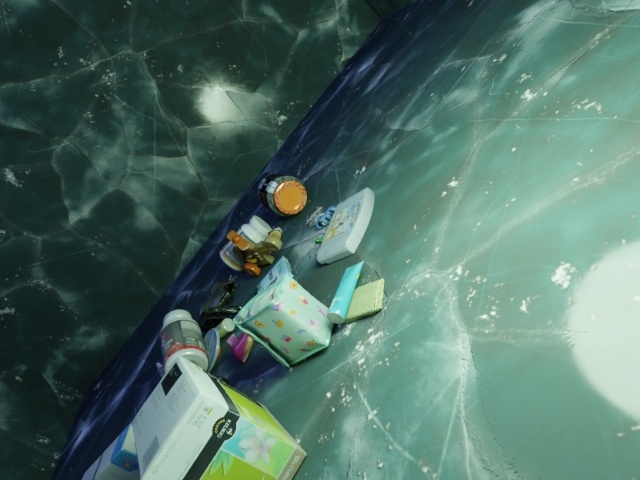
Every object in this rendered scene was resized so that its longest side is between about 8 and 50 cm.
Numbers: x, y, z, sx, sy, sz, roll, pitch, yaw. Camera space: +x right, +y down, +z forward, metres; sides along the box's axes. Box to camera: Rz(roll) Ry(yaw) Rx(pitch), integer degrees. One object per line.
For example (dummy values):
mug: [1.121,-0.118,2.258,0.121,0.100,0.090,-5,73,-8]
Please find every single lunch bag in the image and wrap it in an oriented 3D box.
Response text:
lunch bag: [-0.122,0.260,1.328,0.262,0.223,0.160,-37,19,34]

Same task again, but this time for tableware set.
tableware set: [-0.535,0.262,2.391,0.194,0.039,0.128,-34,28,39]

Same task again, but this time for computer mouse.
computer mouse: [-0.474,0.341,1.997,0.272,0.188,0.072,-43,48,47]

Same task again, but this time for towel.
towel: [0.122,0.173,1.244,0.148,0.027,0.110,-30,31,42]

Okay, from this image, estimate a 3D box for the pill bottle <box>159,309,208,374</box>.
pill bottle: [-0.598,0.445,1.900,0.176,0.176,0.318,-49,37,8]

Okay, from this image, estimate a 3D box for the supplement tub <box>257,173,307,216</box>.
supplement tub: [-0.195,-0.236,2.261,0.207,0.207,0.338,-53,21,-3]

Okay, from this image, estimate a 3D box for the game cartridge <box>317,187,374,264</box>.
game cartridge: [0.100,-0.059,1.614,0.198,0.062,0.297,-32,29,49]

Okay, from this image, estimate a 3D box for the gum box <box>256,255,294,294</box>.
gum box: [-0.194,0.172,1.852,0.184,0.041,0.157,-49,22,10]

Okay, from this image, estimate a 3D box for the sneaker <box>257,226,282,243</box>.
sneaker: [-0.263,0.006,2.226,0.185,0.069,0.084,-36,17,20]

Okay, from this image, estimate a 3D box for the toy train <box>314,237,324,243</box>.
toy train: [0.000,0.000,1.767,0.024,0.017,0.083,-48,20,-17]

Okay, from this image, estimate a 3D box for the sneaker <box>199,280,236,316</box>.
sneaker: [-0.504,0.309,2.185,0.130,0.109,0.286,-20,41,32]

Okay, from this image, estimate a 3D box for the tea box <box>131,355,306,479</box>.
tea box: [-0.267,0.499,1.112,0.220,0.323,0.329,-57,21,-14]

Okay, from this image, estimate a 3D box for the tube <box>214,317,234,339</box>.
tube: [-0.473,0.428,1.999,0.240,0.070,0.062,-39,70,36]

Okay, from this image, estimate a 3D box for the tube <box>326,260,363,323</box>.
tube: [0.073,0.145,1.286,0.080,0.052,0.207,-23,31,41]

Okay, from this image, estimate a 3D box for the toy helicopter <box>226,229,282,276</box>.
toy helicopter: [-0.298,0.030,2.015,0.355,0.235,0.140,-20,37,52]

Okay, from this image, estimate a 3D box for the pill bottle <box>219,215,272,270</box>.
pill bottle: [-0.390,0.014,2.325,0.278,0.162,0.162,-47,22,10]

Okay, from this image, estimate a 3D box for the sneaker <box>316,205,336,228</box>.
sneaker: [0.031,-0.093,1.804,0.144,0.053,0.059,-38,24,52]

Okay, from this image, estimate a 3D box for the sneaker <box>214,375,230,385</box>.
sneaker: [-0.429,0.598,1.592,0.296,0.104,0.147,-36,24,21]

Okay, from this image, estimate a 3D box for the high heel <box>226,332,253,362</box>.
high heel: [-0.247,0.347,1.679,0.244,0.082,0.117,-42,52,-12]

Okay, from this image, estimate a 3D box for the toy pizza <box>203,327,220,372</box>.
toy pizza: [-0.473,0.480,1.897,0.201,0.032,0.201,-35,46,45]

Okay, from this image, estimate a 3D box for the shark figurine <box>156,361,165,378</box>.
shark figurine: [-0.662,0.687,1.948,0.116,0.166,0.278,86,-168,-83]

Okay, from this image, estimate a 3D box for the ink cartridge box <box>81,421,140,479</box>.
ink cartridge box: [-0.671,0.823,1.547,0.307,0.223,0.129,-47,22,13]
